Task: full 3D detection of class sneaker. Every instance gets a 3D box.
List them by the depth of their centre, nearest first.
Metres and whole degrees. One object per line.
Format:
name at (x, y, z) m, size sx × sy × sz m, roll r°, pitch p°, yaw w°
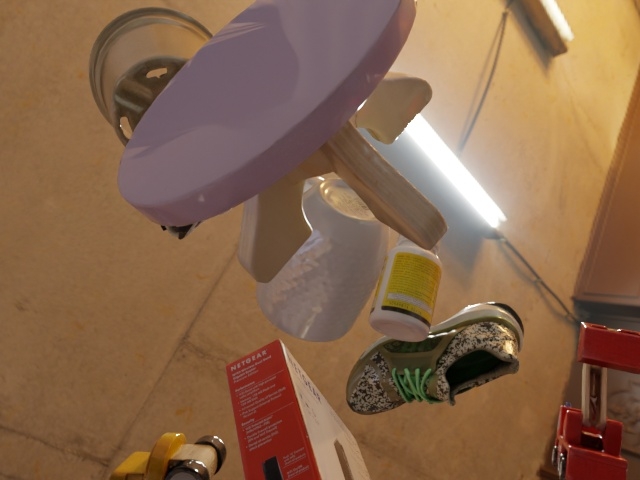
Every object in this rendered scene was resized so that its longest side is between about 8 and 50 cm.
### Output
sneaker at (0.218, 0.267, 0.952) m, size 0.158 × 0.410 × 0.182 m, roll 56°, pitch -161°, yaw -6°
sneaker at (-0.317, -0.072, 1.161) m, size 0.153 × 0.235 × 0.094 m, roll -30°, pitch -81°, yaw 4°

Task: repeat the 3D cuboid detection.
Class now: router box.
router box at (0.011, 0.338, 0.592) m, size 0.082 × 0.301 × 0.336 m, roll -26°, pitch -48°, yaw 1°

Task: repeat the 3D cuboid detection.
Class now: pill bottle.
pill bottle at (0.097, 0.046, 0.515) m, size 0.065 × 0.065 × 0.117 m, roll 36°, pitch -120°, yaw -31°

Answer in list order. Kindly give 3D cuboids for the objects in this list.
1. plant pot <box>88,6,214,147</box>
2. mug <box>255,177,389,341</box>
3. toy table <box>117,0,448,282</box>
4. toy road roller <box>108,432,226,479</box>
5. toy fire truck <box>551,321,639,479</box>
plant pot at (-0.330, -0.311, 1.021) m, size 0.333 × 0.305 × 0.334 m, roll -10°, pitch -58°, yaw -16°
mug at (0.000, 0.000, 1.154) m, size 0.275 × 0.374 × 0.328 m, roll 1°, pitch -50°, yaw -29°
toy table at (-0.014, -0.093, 0.407) m, size 0.274 × 0.252 × 0.161 m, roll -39°, pitch -41°, yaw 1°
toy road roller at (-0.370, 0.636, 1.132) m, size 0.240 × 0.202 × 0.330 m, roll 2°, pitch -92°, yaw 4°
toy fire truck at (0.250, 0.153, 0.431) m, size 0.192 × 0.047 × 0.136 m, roll 36°, pitch -116°, yaw -63°
